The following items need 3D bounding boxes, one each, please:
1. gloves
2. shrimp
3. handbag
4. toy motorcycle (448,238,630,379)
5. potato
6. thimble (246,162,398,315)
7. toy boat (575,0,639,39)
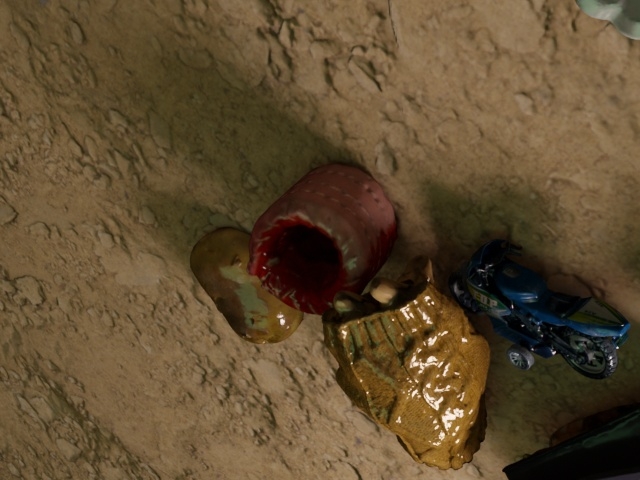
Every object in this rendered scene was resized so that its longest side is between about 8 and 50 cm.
[{"bbox_3d":[0.134,0.159,1.180,0.155,0.203,0.356,9,146,41],"label":"gloves"},{"bbox_3d":[0.402,0.279,1.217,0.148,0.035,0.195,45,136,-5],"label":"shrimp"},{"bbox_3d":[0.427,0.351,1.159,0.303,0.122,0.329,43,132,-15],"label":"handbag"},{"bbox_3d":[0.251,0.076,1.112,0.254,0.092,0.135,28,144,38],"label":"toy motorcycle"},{"bbox_3d":[-0.121,0.079,1.392,0.200,0.081,0.164,51,137,-6],"label":"potato"},{"bbox_3d":[0.006,0.000,1.205,0.163,0.125,0.189,44,136,-2],"label":"thimble"},{"bbox_3d":[0.325,-0.302,0.760,0.199,0.100,0.290,42,138,-2],"label":"toy boat"}]
